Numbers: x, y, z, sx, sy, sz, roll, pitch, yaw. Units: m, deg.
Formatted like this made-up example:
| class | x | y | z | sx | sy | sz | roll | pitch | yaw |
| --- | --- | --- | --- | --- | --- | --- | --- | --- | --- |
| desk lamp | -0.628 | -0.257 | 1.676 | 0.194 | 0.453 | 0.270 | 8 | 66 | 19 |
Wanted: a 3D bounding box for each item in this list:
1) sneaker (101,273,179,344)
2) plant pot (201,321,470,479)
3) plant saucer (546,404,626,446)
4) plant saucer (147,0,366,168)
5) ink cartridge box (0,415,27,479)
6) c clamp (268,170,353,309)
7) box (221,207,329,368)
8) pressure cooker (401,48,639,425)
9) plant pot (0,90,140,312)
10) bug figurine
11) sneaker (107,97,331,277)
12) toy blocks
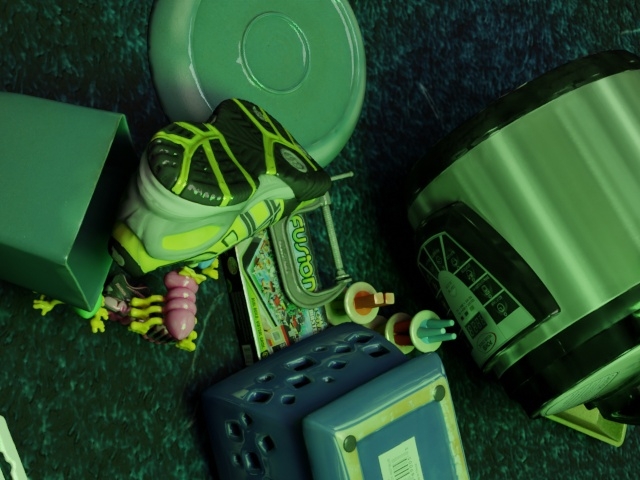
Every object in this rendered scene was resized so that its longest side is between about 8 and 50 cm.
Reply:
| class | x | y | z | sx | sy | sz | roll | pitch | yaw |
| --- | --- | --- | --- | --- | --- | --- | --- | --- | --- |
| sneaker | -0.199 | 0.077 | 1.823 | 0.119 | 0.047 | 0.057 | 33 | 55 | -29 |
| plant pot | 0.033 | 0.248 | 1.838 | 0.236 | 0.212 | 0.236 | -24 | 108 | -35 |
| plant saucer | 0.352 | 0.169 | 2.197 | 0.188 | 0.045 | 0.188 | 24 | 71 | -30 |
| plant saucer | -0.062 | -0.225 | 1.954 | 0.317 | 0.043 | 0.318 | 4 | 83 | -35 |
| ink cartridge box | -0.403 | 0.265 | 1.636 | 0.198 | 0.067 | 0.115 | -23 | 98 | -33 |
| c clamp | 0.000 | 0.000 | 1.936 | 0.137 | 0.022 | 0.161 | -8 | 88 | -36 |
| box | -0.058 | 0.043 | 1.927 | 0.114 | 0.036 | 0.207 | -14 | 92 | -36 |
| pressure cooker | 0.342 | 0.025 | 1.945 | 0.420 | 0.375 | 0.370 | 61 | 24 | 13 |
| plant pot | -0.327 | -0.054 | 1.634 | 0.234 | 0.165 | 0.166 | 15 | 71 | 7 |
| bug figurine | -0.209 | 0.008 | 1.778 | 0.279 | 0.072 | 0.216 | 18 | 52 | -33 |
| sneaker | -0.116 | -0.056 | 1.759 | 0.145 | 0.147 | 0.384 | 46 | 22 | 14 |
| toy blocks | 0.088 | 0.094 | 1.955 | 0.123 | 0.148 | 0.054 | 39 | 64 | -26 |
